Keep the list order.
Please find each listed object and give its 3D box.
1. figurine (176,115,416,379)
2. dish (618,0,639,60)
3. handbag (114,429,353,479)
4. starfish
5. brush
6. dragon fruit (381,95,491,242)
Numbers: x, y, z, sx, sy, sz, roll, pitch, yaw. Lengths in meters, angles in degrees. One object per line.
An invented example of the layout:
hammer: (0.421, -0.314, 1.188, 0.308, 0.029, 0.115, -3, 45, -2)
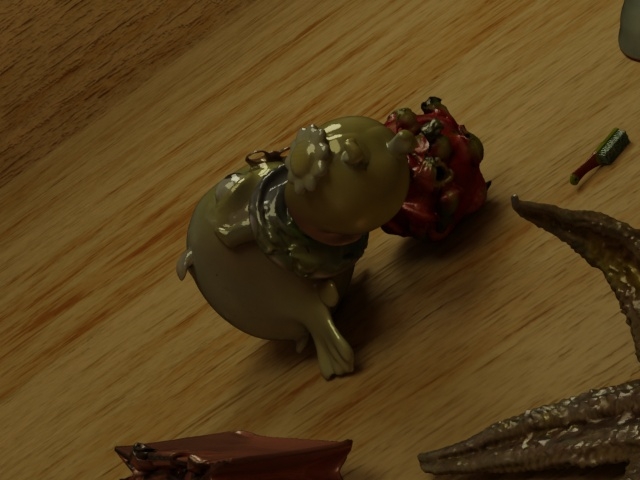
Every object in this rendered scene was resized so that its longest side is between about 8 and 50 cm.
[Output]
figurine: (0.000, 0.000, 1.265, 0.226, 0.275, 0.394, -12, -18, -26)
dish: (0.452, -0.324, 1.415, 0.260, 0.085, 0.260, -32, 23, 16)
handbag: (-0.082, 0.213, 1.112, 0.157, 0.059, 0.212, 1, -5, -37)
starfish: (0.226, 0.122, 0.852, 0.383, 0.132, 0.398, -39, 35, 12)
brush: (0.297, -0.087, 1.278, 0.083, 0.019, 0.021, -42, 32, -15)
dragon fruit: (0.116, -0.082, 1.351, 0.172, 0.160, 0.167, -160, 79, -70)
